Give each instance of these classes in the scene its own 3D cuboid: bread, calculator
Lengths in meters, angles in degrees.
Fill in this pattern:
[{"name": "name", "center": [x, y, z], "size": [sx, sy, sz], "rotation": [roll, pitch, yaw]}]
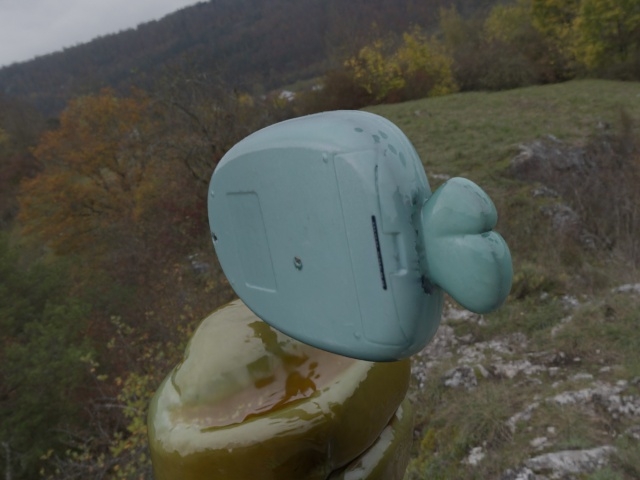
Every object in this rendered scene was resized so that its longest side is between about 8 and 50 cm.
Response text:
[{"name": "bread", "center": [-0.024, 0.222, 0.562], "size": [0.300, 0.342, 0.210], "rotation": [-5, 18, -28]}, {"name": "calculator", "center": [0.000, 0.000, 0.392], "size": [0.042, 0.184, 0.295], "rotation": [-21, 15, -40]}]
